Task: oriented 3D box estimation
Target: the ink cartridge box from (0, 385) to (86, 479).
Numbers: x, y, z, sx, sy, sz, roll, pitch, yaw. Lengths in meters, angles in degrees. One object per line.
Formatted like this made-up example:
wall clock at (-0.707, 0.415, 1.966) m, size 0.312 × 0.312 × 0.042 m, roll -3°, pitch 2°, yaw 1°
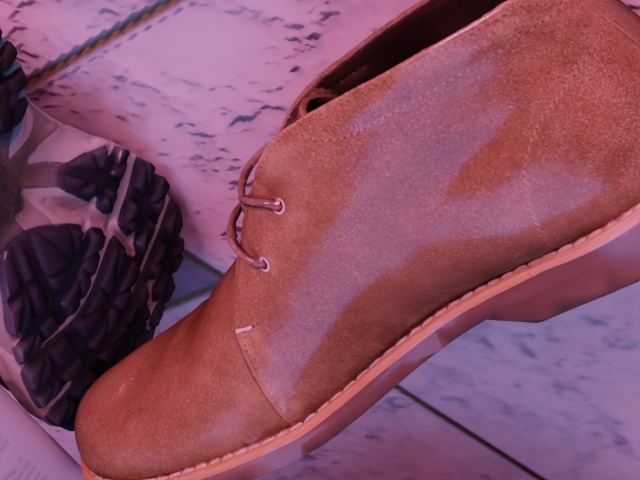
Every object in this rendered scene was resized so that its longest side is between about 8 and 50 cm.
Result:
ink cartridge box at (-0.240, 0.157, 0.630) m, size 0.091 × 0.308 × 0.385 m, roll 27°, pitch 162°, yaw 28°

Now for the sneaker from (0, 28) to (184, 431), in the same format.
sneaker at (-0.151, -0.023, 0.687) m, size 0.122 × 0.110 × 0.283 m, roll 21°, pitch 158°, yaw 29°

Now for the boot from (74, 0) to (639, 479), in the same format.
boot at (0.000, 0.000, 0.644) m, size 0.305 × 0.112 × 0.115 m, roll -33°, pitch 117°, yaw 28°
